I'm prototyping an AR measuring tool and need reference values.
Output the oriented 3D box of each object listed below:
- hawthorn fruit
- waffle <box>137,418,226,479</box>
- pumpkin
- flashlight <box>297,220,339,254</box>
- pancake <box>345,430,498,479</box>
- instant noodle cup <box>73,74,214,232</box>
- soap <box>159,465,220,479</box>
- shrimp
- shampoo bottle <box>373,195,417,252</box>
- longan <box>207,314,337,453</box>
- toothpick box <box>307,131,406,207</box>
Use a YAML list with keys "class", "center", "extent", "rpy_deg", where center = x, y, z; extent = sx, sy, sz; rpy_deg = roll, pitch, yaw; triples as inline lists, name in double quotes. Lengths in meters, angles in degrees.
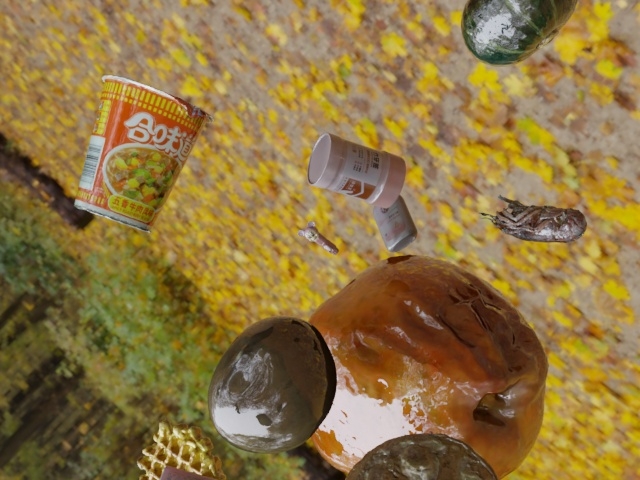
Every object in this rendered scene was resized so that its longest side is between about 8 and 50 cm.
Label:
- class: "hawthorn fruit"
  center: [0.199, 0.244, 1.571]
  extent: [0.472, 0.472, 0.472]
  rpy_deg: [39, 163, 15]
- class: "waffle"
  center: [-0.308, 0.552, 1.924]
  extent: [0.283, 0.065, 0.309]
  rpy_deg: [-35, 64, 35]
- class: "pumpkin"
  center: [0.261, -0.306, 1.131]
  extent: [0.125, 0.167, 0.167]
  rpy_deg: [46, 163, -7]
- class: "flashlight"
  center: [0.000, 0.000, 2.009]
  extent: [0.110, 0.052, 0.031]
  rpy_deg: [38, -157, -26]
- class: "pancake"
  center: [0.095, 0.248, 0.835]
  extent: [0.158, 0.158, 0.028]
  rpy_deg: [26, 139, 46]
- class: "instant noodle cup"
  center: [-0.293, -0.130, 1.372]
  extent: [0.193, 0.212, 0.193]
  rpy_deg: [19, 176, 1]
- class: "soap"
  center: [-0.243, 0.564, 1.667]
  extent: [0.199, 0.182, 0.138]
  rpy_deg: [11, 137, 13]
- class: "shrimp"
  center: [0.360, -0.035, 1.474]
  extent: [0.190, 0.073, 0.075]
  rpy_deg: [7, 168, 39]
- class: "shampoo bottle"
  center: [0.149, -0.058, 1.817]
  extent: [0.040, 0.080, 0.165]
  rpy_deg: [17, -136, -45]
- class: "longan"
  center: [-0.068, 0.222, 1.321]
  extent: [0.196, 0.220, 0.196]
  rpy_deg: [27, -177, -2]
- class: "toothpick box"
  center: [0.063, -0.123, 1.509]
  extent: [0.149, 0.098, 0.098]
  rpy_deg: [16, 172, -20]
